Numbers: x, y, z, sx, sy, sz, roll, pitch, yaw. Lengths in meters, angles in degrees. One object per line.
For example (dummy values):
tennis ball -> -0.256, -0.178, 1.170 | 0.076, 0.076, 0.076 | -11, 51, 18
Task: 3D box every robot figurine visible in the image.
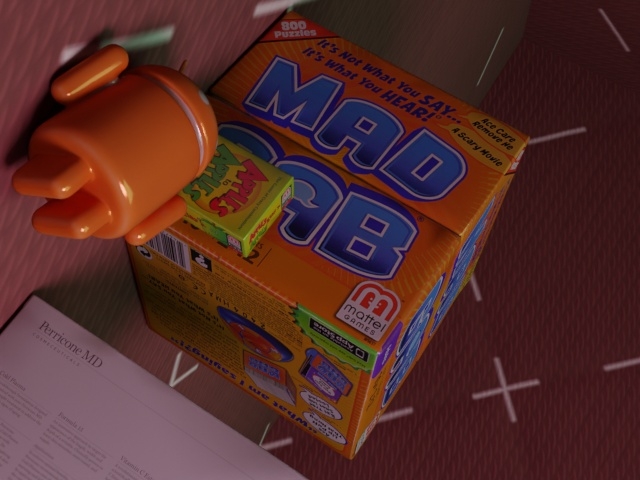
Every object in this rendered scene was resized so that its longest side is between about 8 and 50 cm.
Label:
robot figurine -> -0.184, -0.088, 0.840 | 0.219, 0.158, 0.128 | -46, -178, -41

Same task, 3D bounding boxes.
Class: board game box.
board game box -> -0.129, -0.069, 0.954 | 0.092, 0.181, 0.043 | -53, 164, -24
board game box -> 0.000, 0.000, 1.173 | 0.356, 0.356, 0.356 | -52, 164, -28

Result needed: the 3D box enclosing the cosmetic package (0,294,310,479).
cosmetic package -> -0.229, 0.272, 0.894 | 0.284, 0.377, 0.097 | -54, 166, -19
